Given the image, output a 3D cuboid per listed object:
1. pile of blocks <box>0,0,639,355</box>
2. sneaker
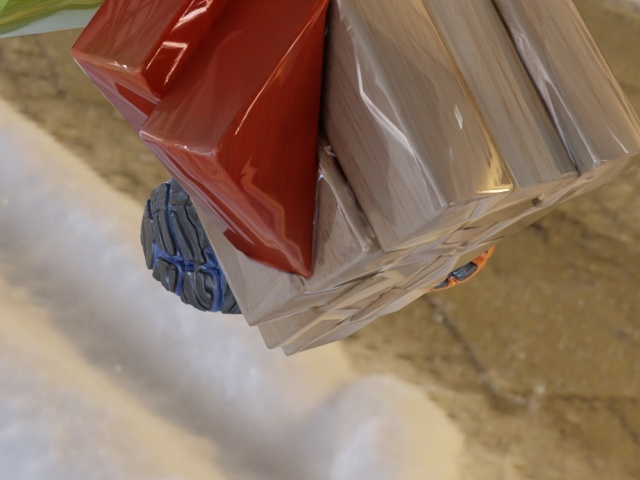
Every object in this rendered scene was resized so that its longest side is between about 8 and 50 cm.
[{"bbox_3d":[-0.043,-0.146,0.341,0.149,0.362,0.112,-2,9,45],"label":"pile of blocks"},{"bbox_3d":[0.000,0.000,0.968,0.221,0.083,0.087,2,3,22],"label":"sneaker"}]
